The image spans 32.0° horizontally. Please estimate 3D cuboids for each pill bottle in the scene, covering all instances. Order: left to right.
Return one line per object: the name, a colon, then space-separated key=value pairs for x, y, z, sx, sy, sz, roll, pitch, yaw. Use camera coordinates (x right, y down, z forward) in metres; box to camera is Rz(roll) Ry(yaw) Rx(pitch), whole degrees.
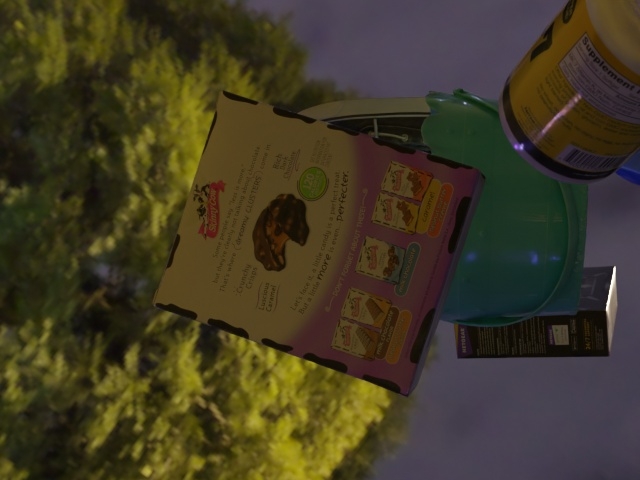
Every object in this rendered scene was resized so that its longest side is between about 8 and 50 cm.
pill bottle: x=0.226 y=-0.139 z=0.819 sx=0.208 sy=0.119 sz=0.119 roll=125 pitch=-12 yaw=-58

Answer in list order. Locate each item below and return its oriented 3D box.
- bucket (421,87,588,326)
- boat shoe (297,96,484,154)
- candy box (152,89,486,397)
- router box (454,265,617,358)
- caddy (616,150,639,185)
bucket: x=0.210 y=-0.035 z=1.299 sx=0.183 sy=0.281 sz=0.281 roll=2 pitch=-133 yaw=9
boat shoe: x=0.106 y=-0.159 z=1.724 sx=0.306 sy=0.113 sz=0.105 roll=-1 pitch=-95 yaw=11
candy box: x=0.000 y=0.000 z=0.806 sx=0.070 sy=0.196 sz=0.165 roll=5 pitch=104 yaw=-79
router box: x=0.373 y=0.118 z=1.897 sx=0.243 sy=0.081 sz=0.309 roll=-3 pitch=-169 yaw=18
caddy: x=0.553 y=-0.091 z=1.451 sx=0.341 sy=0.241 sz=0.179 roll=35 pitch=-90 yaw=44
